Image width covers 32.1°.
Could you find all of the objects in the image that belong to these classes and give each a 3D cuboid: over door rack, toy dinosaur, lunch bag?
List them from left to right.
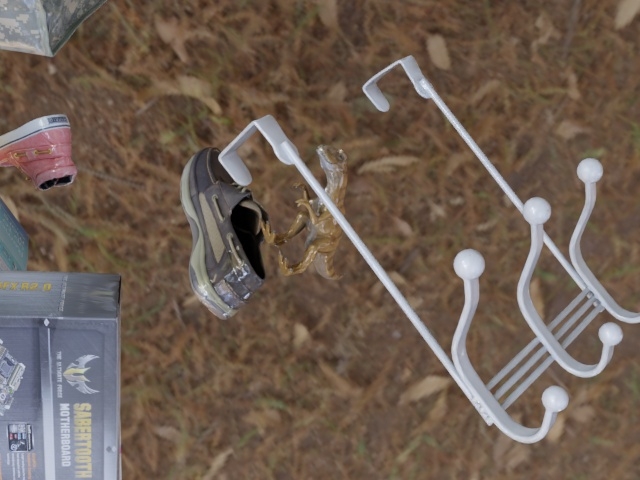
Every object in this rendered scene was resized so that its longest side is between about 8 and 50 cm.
[{"bbox_3d":[-0.449,-0.421,1.687,0.235,0.287,0.169,9,132,17],"label":"lunch bag"},{"bbox_3d":[0.000,0.000,1.165,0.112,0.064,0.211,-22,140,-24],"label":"toy dinosaur"},{"bbox_3d":[0.114,-0.024,0.881,0.239,0.324,0.108,-31,160,-49],"label":"over door rack"}]

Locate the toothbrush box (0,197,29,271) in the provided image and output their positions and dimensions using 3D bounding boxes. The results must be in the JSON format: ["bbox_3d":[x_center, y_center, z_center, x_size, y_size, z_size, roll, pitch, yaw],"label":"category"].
[{"bbox_3d":[-0.443,-0.008,1.255,0.126,0.295,0.216,-31,113,0],"label":"toothbrush box"}]

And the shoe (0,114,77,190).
[{"bbox_3d":[-0.371,-0.101,1.431,0.063,0.178,0.081,-10,87,-41],"label":"shoe"}]

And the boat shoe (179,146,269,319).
[{"bbox_3d":[-0.150,-0.027,1.921,0.130,0.355,0.132,-26,141,18],"label":"boat shoe"}]

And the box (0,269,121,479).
[{"bbox_3d":[-0.233,0.129,0.785,0.183,0.056,0.231,0,122,-9],"label":"box"}]
